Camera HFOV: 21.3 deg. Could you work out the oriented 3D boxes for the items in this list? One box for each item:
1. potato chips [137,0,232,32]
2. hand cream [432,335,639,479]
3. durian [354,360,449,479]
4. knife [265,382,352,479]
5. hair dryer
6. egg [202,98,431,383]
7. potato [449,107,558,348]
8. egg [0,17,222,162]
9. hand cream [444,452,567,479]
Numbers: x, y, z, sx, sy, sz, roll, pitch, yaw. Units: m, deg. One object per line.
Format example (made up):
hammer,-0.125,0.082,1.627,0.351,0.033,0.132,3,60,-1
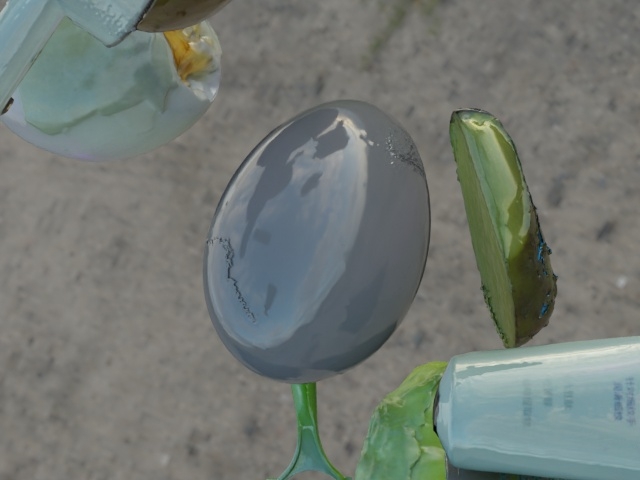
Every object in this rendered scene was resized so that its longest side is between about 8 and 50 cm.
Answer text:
potato chips,-0.061,-0.209,1.194,0.195,0.062,0.208,-34,9,38
hand cream,0.229,0.103,1.031,0.321,0.067,0.109,-1,73,6
durian,0.071,0.207,1.181,0.101,0.139,0.250,4,83,60
knife,-0.017,0.148,1.457,0.022,0.078,0.166,-63,-32,-77
hair dryer,-0.207,-0.113,1.039,0.236,0.131,0.073,-56,20,5
egg,0.000,0.000,1.137,0.146,0.146,0.198,-1,65,53
potato,0.150,-0.012,1.358,0.119,0.054,0.198,140,115,-85
egg,-0.212,-0.162,1.599,0.217,0.183,0.183,-14,54,25
hand cream,0.164,0.166,1.055,0.076,0.174,0.047,-89,7,-56
